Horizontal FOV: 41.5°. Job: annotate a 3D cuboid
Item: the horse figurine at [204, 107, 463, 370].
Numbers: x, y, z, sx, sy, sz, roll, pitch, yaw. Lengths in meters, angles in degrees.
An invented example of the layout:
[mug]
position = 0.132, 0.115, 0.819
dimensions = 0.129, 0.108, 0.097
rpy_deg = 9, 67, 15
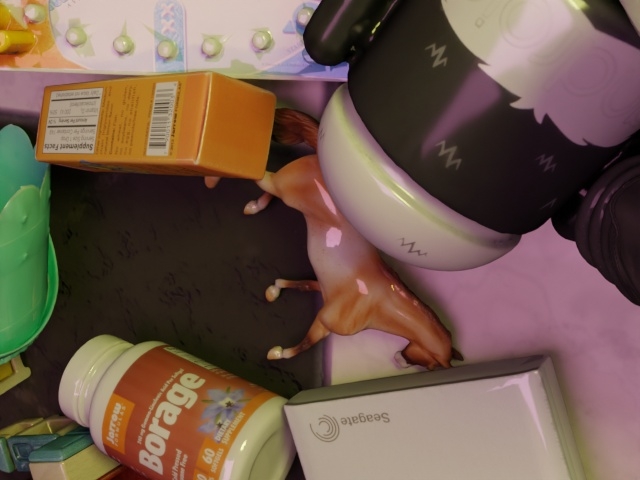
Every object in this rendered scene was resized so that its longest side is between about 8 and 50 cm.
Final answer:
[horse figurine]
position = 0.000, 0.000, 0.709
dimensions = 0.175, 0.066, 0.263
rpy_deg = -10, 101, 39

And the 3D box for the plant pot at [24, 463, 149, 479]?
[plant pot]
position = -0.314, 0.390, 0.884
dimensions = 0.236, 0.267, 0.267
rpy_deg = -6, 100, 34

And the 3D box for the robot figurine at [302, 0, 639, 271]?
[robot figurine]
position = 0.118, -0.105, 0.551
dimensions = 0.278, 0.174, 0.209
rpy_deg = -50, 62, 30

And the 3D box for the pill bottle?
[pill bottle]
position = -0.138, 0.169, 0.801
dimensions = 0.216, 0.121, 0.121
rpy_deg = 19, 112, 25

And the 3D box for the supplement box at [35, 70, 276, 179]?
[supplement box]
position = -0.149, -0.096, 0.727
dimensions = 0.234, 0.078, 0.080
rpy_deg = 8, 89, 42

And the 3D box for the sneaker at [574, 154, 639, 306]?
[sneaker]
position = 0.269, 0.048, 0.528
dimensions = 0.104, 0.147, 0.296
rpy_deg = -42, 121, 11

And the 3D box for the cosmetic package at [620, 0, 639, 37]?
[cosmetic package]
position = 0.360, -0.014, 0.316
dimensions = 0.453, 0.161, 0.230
rpy_deg = 35, 123, -18

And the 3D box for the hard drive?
[hard drive]
position = 0.121, 0.281, 0.689
dimensions = 0.233, 0.047, 0.352
rpy_deg = -15, 94, 32

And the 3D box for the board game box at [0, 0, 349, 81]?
[board game box]
position = -0.124, -0.319, 0.633
dimensions = 0.390, 0.050, 0.389
rpy_deg = 4, 105, 11

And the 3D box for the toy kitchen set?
[toy kitchen set]
position = -0.314, 0.170, 0.905
dimensions = 0.207, 0.122, 0.166
rpy_deg = -11, 97, 32

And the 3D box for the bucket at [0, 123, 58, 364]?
[bucket]
position = -0.395, 0.006, 0.827
dimensions = 0.281, 0.281, 0.183
rpy_deg = 19, 121, 25
